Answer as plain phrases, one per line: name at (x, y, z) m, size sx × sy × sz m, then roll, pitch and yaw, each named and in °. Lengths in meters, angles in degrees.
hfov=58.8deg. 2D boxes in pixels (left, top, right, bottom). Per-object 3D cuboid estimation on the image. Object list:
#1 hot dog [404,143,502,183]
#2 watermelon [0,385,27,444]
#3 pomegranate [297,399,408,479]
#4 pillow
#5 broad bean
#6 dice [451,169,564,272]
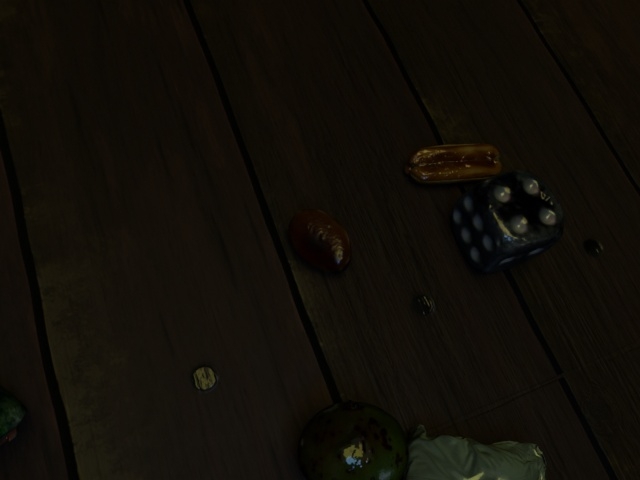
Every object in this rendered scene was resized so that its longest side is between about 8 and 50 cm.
hot dog at (0.331, -0.189, 1.413) m, size 0.250 × 0.068 × 0.100 m, roll -4°, pitch 77°, yaw -11°
watermelon at (-0.661, 0.283, 0.948) m, size 0.292 × 0.319 × 0.222 m, roll 44°, pitch 30°, yaw 3°
pomegranate at (0.062, 0.409, 1.028) m, size 0.202 × 0.202 × 0.247 m, roll -7°, pitch 96°, yaw -15°
pillow at (0.278, 0.498, 1.025) m, size 0.284 × 0.138 × 0.310 m, roll 8°, pitch 54°, yaw 11°
broad bean at (0.000, 0.000, 1.247) m, size 0.165 × 0.084 × 0.114 m, roll 36°, pitch 68°, yaw 12°
dice at (0.424, -0.042, 1.302) m, size 0.183 × 0.181 × 0.182 m, roll -15°, pitch 68°, yaw -17°
